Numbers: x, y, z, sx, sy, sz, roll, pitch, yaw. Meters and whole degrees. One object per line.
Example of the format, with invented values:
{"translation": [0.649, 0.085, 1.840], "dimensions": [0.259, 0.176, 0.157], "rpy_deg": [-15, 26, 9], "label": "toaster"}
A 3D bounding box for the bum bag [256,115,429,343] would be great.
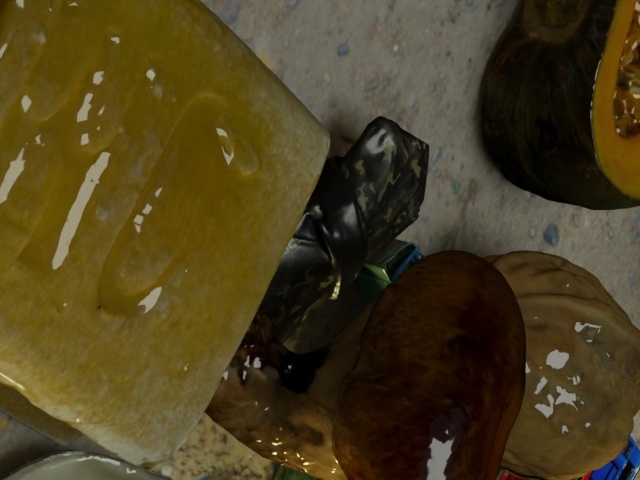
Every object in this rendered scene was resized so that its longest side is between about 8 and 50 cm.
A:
{"translation": [0.000, -0.001, 1.551], "dimensions": [0.248, 0.069, 0.102], "rpy_deg": [-47, 148, -22], "label": "bum bag"}

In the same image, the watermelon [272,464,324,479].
{"translation": [0.077, 0.303, 1.662], "dimensions": [0.310, 0.232, 0.193], "rpy_deg": [28, 81, -3], "label": "watermelon"}

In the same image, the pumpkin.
{"translation": [0.276, -0.181, 1.751], "dimensions": [0.222, 0.139, 0.317], "rpy_deg": [18, 86, -46], "label": "pumpkin"}

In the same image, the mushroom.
{"translation": [0.058, 0.133, 1.497], "dimensions": [0.267, 0.254, 0.267], "rpy_deg": [-33, 142, -31], "label": "mushroom"}

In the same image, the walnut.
{"translation": [0.189, 0.110, 1.709], "dimensions": [0.245, 0.198, 0.198], "rpy_deg": [38, 73, -37], "label": "walnut"}

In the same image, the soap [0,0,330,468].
{"translation": [-0.176, -0.041, 1.285], "dimensions": [0.335, 0.156, 0.293], "rpy_deg": [44, 65, -47], "label": "soap"}

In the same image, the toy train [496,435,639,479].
{"translation": [0.220, 0.249, 1.866], "dimensions": [0.204, 0.083, 0.131], "rpy_deg": [-56, 138, -18], "label": "toy train"}

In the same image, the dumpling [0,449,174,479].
{"translation": [-0.165, 0.287, 1.405], "dimensions": [0.341, 0.181, 0.260], "rpy_deg": [16, 65, -17], "label": "dumpling"}

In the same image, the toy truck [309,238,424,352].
{"translation": [0.024, 0.072, 1.610], "dimensions": [0.175, 0.067, 0.081], "rpy_deg": [-46, 127, -23], "label": "toy truck"}
